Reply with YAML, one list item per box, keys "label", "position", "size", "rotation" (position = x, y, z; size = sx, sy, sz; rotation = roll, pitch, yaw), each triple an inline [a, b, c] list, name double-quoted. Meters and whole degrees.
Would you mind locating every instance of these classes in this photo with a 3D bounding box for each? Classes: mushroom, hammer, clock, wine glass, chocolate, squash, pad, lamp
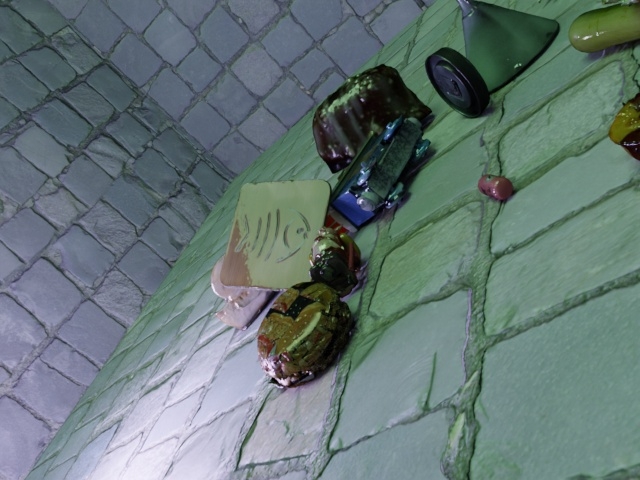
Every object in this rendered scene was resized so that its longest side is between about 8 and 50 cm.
- label: "mushroom"
  position: [-0.213, 0.101, 1.757]
  size: [0.236, 0.173, 0.162]
  rotation: [-51, 11, 0]
- label: "hammer"
  position: [0.308, -0.096, 1.147]
  size: [0.043, 0.043, 0.083]
  rotation: [-46, 14, 3]
- label: "clock"
  position: [0.322, -0.371, 1.526]
  size: [0.040, 0.184, 0.184]
  rotation: [-41, 15, -6]
- label: "wine glass"
  position: [0.348, -0.586, 1.582]
  size: [0.267, 0.406, 0.267]
  rotation: [-41, 14, 13]
- label: "chocolate"
  position: [0.121, -0.363, 1.856]
  size: [0.340, 0.210, 0.225]
  rotation: [-30, 10, 19]
- label: "squash"
  position: [0.552, -0.394, 1.185]
  size: [0.083, 0.083, 0.250]
  rotation: [-49, 19, -7]
- label: "pad"
  position: [-0.112, -0.016, 1.600]
  size: [0.284, 0.018, 0.286]
  rotation: [1, 72, 33]
- label: "lamp"
  position: [0.031, 0.030, 1.427]
  size: [0.118, 0.118, 0.253]
  rotation: [-41, 17, 20]

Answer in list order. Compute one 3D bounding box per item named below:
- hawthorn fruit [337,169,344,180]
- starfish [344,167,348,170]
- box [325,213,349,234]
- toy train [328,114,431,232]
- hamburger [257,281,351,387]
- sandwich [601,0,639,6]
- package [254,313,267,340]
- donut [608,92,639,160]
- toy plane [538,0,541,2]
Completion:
- label: "hawthorn fruit"
  position: [0.091, -0.303, 2.047]
  size: [0.165, 0.165, 0.285]
  rotation: [-36, 28, 32]
- label: "starfish"
  position: [0.161, -0.248, 1.878]
  size: [0.224, 0.050, 0.217]
  rotation: [-22, 21, 31]
- label: "box"
  position: [-0.001, -0.001, 1.692]
  size: [0.175, 0.048, 0.112]
  rotation: [-46, 16, 3]
- label: "toy train"
  position: [0.147, -0.167, 1.598]
  size: [0.299, 0.131, 0.202]
  rotation: [-56, 11, -32]
- label: "hamburger"
  position: [-0.038, 0.182, 1.257]
  size: [0.231, 0.107, 0.231]
  rotation: [-34, 22, 16]
- label: "sandwich"
  position: [0.571, -0.466, 1.107]
  size: [0.258, 0.096, 0.094]
  rotation: [-26, 14, -33]
- label: "package"
  position: [-0.137, 0.207, 1.601]
  size: [0.037, 0.015, 0.110]
  rotation: [-43, 14, 31]
- label: "donut"
  position: [0.466, -0.164, 0.874]
  size: [0.140, 0.059, 0.140]
  rotation: [-41, 17, 16]
- label: "toy plane"
  position: [0.628, -0.681, 1.747]
  size: [0.102, 0.040, 0.111]
  rotation: [-36, 18, 28]
